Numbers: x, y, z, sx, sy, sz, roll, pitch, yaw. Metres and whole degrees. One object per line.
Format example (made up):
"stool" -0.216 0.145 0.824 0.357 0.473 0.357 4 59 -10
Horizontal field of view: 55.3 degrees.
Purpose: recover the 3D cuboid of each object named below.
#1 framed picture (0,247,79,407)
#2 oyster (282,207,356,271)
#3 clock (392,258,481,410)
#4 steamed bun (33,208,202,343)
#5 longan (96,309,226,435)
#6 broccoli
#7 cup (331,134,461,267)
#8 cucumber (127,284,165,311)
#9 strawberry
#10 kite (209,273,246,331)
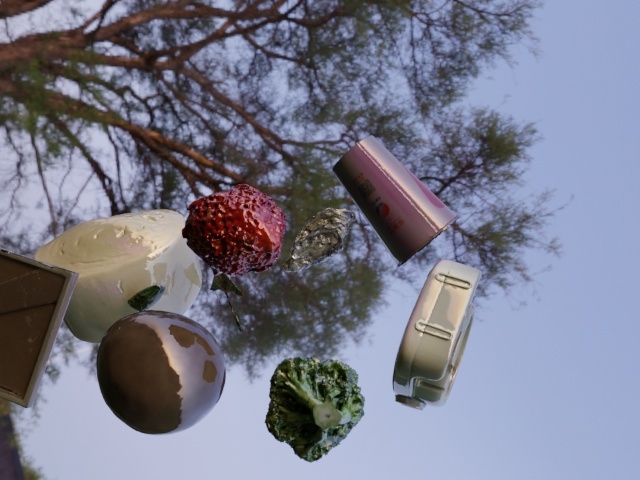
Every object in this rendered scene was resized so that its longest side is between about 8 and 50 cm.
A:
"framed picture" -0.620 0.126 1.095 0.335 0.022 0.247 16 -96 12
"oyster" 0.000 0.000 1.300 0.177 0.125 0.064 -56 -141 23
"clock" 0.239 0.218 1.261 0.109 0.265 0.324 17 -35 18
"steamed bun" -0.592 0.115 1.870 0.290 0.456 0.371 56 -20 39
"longan" -0.300 0.240 1.153 0.248 0.248 0.248 20 -65 50
"broccoli" -0.015 0.471 1.754 0.275 0.308 0.307 123 -49 -78
"cup" 0.170 -0.102 1.470 0.288 0.203 0.203 50 -41 6
"cucumber" -0.483 0.164 1.724 0.107 0.067 0.035 -35 -129 23
"strawberry" -0.144 -0.017 1.132 0.187 0.184 0.201 45 -15 -30
"kite" -0.306 0.190 2.011 0.198 0.006 0.244 -2 -71 47
